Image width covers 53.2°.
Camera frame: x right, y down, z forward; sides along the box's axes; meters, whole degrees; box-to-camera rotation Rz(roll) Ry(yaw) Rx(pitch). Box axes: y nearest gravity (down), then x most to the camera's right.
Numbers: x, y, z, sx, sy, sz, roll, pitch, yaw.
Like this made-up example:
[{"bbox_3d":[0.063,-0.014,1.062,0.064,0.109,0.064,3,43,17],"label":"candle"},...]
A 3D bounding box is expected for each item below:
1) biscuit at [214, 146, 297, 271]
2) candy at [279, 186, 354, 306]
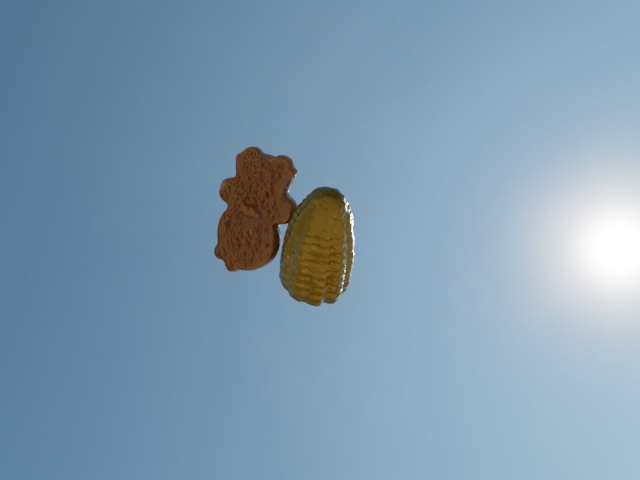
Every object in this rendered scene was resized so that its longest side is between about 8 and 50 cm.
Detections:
[{"bbox_3d":[-0.090,-0.041,0.911,0.133,0.027,0.184,8,-83,28],"label":"biscuit"},{"bbox_3d":[0.000,0.000,0.861,0.106,0.094,0.199,18,-39,6],"label":"candy"}]
